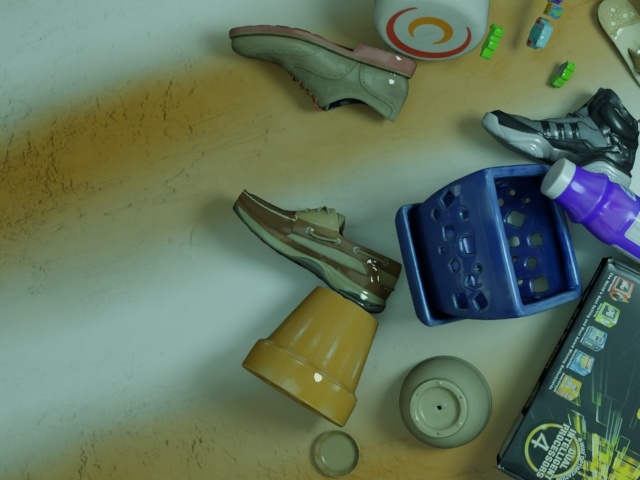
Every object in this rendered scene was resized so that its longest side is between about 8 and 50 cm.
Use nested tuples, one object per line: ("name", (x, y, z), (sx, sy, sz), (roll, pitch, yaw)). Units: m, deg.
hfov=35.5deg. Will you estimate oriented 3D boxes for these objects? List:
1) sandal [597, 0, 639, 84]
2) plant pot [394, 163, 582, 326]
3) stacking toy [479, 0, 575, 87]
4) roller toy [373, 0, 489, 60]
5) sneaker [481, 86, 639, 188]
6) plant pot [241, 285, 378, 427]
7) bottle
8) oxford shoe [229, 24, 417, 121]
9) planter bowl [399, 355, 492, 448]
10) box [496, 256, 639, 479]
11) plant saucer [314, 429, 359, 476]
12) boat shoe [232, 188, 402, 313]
("sandal", (0.548, -0.314, 1.657), (0.088, 0.079, 0.240), (-41, 79, 9))
("plant pot", (0.265, 0.016, 1.629), (0.212, 0.236, 0.236), (-18, 83, 38))
("stacking toy", (0.382, -0.381, 1.671), (0.167, 0.052, 0.221), (19, 107, -19))
("roller toy", (0.191, -0.412, 1.684), (0.191, 0.209, 0.146), (17, 66, -15))
("sneaker", (0.416, -0.195, 1.679), (0.268, 0.101, 0.153), (25, 93, 8))
("plant pot", (-0.001, 0.190, 1.726), (0.205, 0.205, 0.188), (29, 79, 14))
("bottle", (0.486, -0.032, 1.600), (0.283, 0.118, 0.092), (31, 109, -8))
("oxford shoe", (-0.011, -0.301, 1.779), (0.348, 0.123, 0.130), (16, 97, 15))
("planter bowl", (0.207, 0.280, 1.703), (0.162, 0.109, 0.162), (-1, 87, 14))
("box", (0.515, 0.270, 1.622), (0.318, 0.097, 0.395), (29, 93, 7))
("plant saucer", (0.031, 0.381, 1.790), (0.083, 0.015, 0.083), (-1, 87, 15))
("boat shoe", (0.000, 0.000, 1.771), (0.324, 0.122, 0.120), (34, 91, 5))
